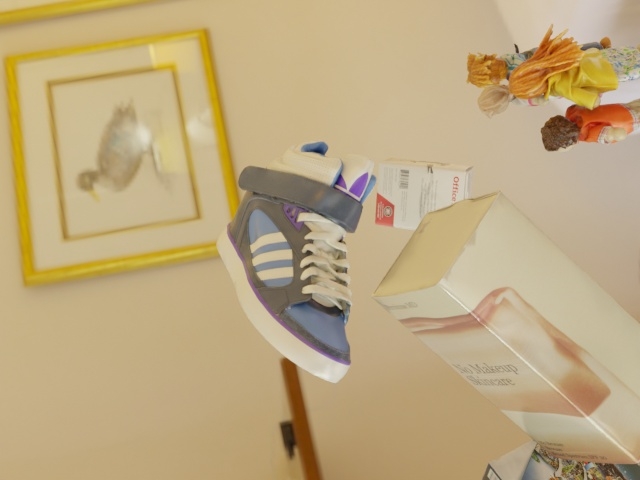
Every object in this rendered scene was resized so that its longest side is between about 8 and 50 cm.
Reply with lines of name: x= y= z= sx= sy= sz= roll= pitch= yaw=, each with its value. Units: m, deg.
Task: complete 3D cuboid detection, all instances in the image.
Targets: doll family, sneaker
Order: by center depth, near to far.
doll family: x=0.243 y=-0.174 z=1.088 sx=0.263 sy=0.163 sz=0.118 roll=-127 pitch=28 yaw=-67
sneaker: x=0.000 y=0.000 z=1.364 sx=0.130 sy=0.236 sz=0.323 roll=27 pitch=-161 yaw=-41

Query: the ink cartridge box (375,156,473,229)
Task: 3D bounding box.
ink cartridge box: x=0.156 y=-0.067 z=1.561 sx=0.056 sy=0.135 sz=0.099 roll=-30 pitch=-54 yaw=-66

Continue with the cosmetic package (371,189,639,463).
cosmetic package: x=0.221 y=0.099 z=1.113 sx=0.296 sy=0.129 sz=0.153 roll=41 pitch=159 yaw=-12

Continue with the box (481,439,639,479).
box: x=0.317 y=0.319 z=1.185 sx=0.233 sy=0.159 sz=0.044 roll=52 pitch=150 yaw=34
